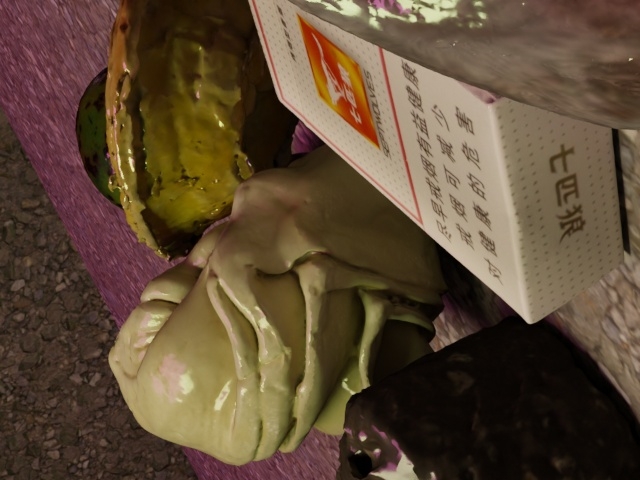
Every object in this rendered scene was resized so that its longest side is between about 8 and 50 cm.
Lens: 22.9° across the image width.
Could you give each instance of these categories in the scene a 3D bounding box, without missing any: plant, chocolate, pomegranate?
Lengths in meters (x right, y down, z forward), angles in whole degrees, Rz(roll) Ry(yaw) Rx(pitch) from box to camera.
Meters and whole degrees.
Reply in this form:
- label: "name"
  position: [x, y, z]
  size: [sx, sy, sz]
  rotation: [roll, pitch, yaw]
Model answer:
- label: "plant"
  position: [0.094, 0.220, 1.301]
  size: [0.213, 0.312, 0.215]
  rotation: [54, 169, 24]
- label: "chocolate"
  position: [0.078, -0.141, 0.787]
  size: [0.303, 0.100, 0.185]
  rotation: [23, 154, -2]
- label: "pomegranate"
  position: [-0.147, -0.121, 1.660]
  size: [0.202, 0.202, 0.248]
  rotation: [56, 135, 6]

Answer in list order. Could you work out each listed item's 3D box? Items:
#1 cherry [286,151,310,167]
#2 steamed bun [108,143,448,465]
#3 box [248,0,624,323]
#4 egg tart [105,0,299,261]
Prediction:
- label: "cherry"
  position: [0.003, -0.006, 1.551]
  size: [0.188, 0.115, 0.148]
  rotation: [40, 119, 28]
- label: "steamed bun"
  position: [-0.022, 0.078, 1.384]
  size: [0.203, 0.289, 0.276]
  rotation: [49, 155, 20]
- label: "box"
  position: [0.067, -0.118, 1.110]
  size: [0.330, 0.095, 0.210]
  rotation: [43, 159, 41]
- label: "egg tart"
  position: [-0.090, -0.131, 1.394]
  size: [0.120, 0.315, 0.315]
  rotation: [7, 145, 15]
